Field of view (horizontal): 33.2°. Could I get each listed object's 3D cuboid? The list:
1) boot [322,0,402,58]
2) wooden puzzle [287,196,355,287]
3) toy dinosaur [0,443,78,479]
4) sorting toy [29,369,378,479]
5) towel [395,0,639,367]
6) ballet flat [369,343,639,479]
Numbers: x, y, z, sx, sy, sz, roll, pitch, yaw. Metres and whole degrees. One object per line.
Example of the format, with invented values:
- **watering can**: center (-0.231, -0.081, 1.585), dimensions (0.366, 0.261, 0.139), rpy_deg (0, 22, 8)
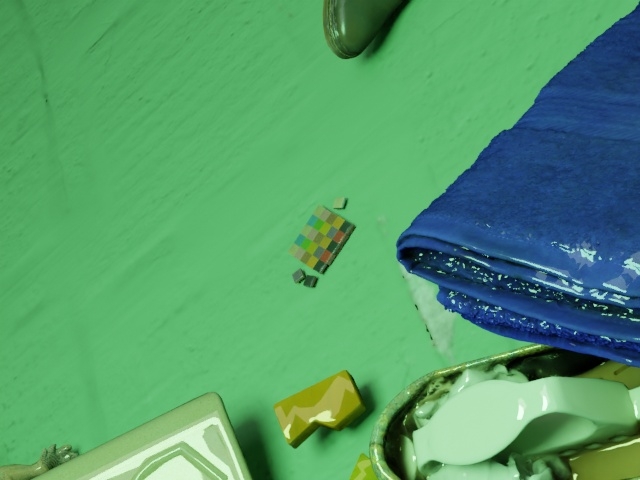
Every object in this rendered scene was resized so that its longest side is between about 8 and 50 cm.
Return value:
- **boot**: center (0.082, -0.257, 0.943), dimensions (0.106, 0.082, 0.219), rpy_deg (7, 68, 48)
- **wooden puzzle**: center (0.000, 0.000, 0.905), dimensions (0.049, 0.006, 0.083), rpy_deg (32, 88, 48)
- **toy dinosaur**: center (-0.335, 0.243, 0.898), dimensions (0.200, 0.296, 0.127), rpy_deg (-66, -7, -75)
- **sorting toy**: center (-0.085, 0.229, 0.771), dimensions (0.307, 0.041, 0.229), rpy_deg (-27, 63, 4)
- **towel**: center (0.218, -0.047, 0.610), dimensions (0.228, 0.076, 0.308), rpy_deg (15, 47, 42)
- **ballet flat**: center (0.177, 0.090, 0.603), dimensions (0.349, 0.123, 0.123), rpy_deg (-23, 50, 30)
